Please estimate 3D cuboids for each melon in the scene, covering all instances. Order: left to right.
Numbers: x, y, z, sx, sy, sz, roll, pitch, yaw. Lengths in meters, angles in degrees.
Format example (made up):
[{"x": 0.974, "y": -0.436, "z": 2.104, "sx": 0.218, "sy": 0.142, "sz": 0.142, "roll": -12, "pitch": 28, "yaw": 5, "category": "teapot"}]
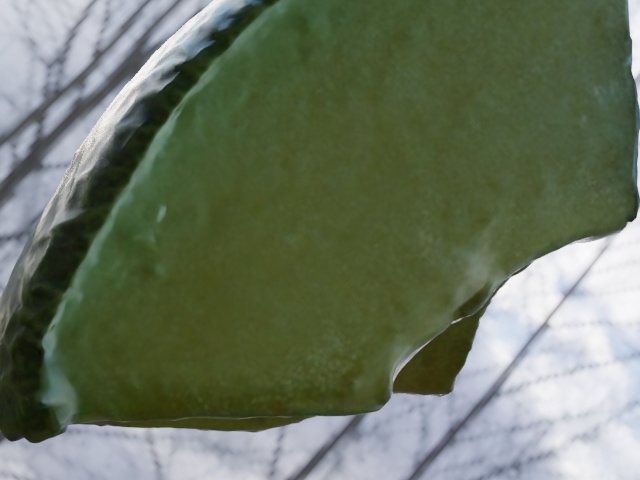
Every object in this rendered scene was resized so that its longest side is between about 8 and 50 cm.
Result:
[{"x": 0.000, "y": 0.000, "z": 0.837, "sx": 0.226, "sy": 0.331, "sz": 0.343, "roll": 40, "pitch": -15, "yaw": -8, "category": "melon"}]
